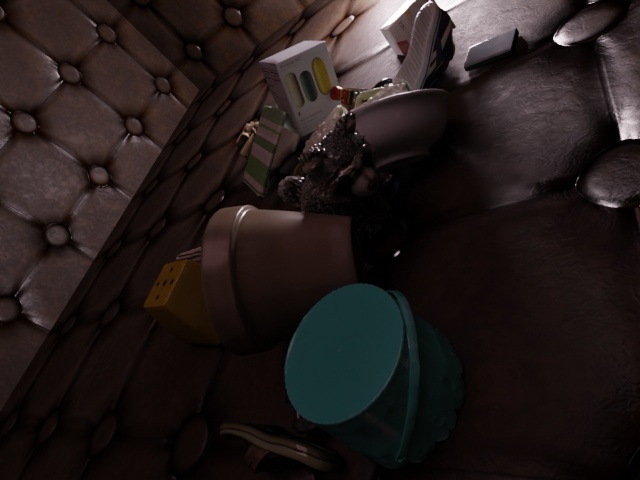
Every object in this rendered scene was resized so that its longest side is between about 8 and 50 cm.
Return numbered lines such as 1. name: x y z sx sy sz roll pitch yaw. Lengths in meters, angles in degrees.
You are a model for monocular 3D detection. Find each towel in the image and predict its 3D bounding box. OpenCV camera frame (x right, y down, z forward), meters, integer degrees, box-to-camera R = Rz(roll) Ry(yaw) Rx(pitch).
1. towel: -0.300 0.016 1.368 0.187 0.049 0.282 -10 9 43
2. towel: -0.215 -0.348 1.667 0.248 0.038 0.325 43 118 57

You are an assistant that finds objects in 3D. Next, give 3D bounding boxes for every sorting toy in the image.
1. sorting toy: 0.115 -0.430 1.412 0.274 0.046 0.133 25 112 45

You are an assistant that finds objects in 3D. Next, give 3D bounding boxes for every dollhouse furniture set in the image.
1. dollhouse furniture set: -0.286 -0.425 1.875 0.151 0.144 0.123 24 80 40

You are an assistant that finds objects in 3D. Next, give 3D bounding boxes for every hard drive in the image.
1. hard drive: 0.474 -0.529 1.203 0.135 0.022 0.094 -7 52 46

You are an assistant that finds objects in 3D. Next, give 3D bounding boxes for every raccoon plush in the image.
1. raccoon plush: -0.028 -0.151 1.050 0.446 0.299 0.216 7 60 38

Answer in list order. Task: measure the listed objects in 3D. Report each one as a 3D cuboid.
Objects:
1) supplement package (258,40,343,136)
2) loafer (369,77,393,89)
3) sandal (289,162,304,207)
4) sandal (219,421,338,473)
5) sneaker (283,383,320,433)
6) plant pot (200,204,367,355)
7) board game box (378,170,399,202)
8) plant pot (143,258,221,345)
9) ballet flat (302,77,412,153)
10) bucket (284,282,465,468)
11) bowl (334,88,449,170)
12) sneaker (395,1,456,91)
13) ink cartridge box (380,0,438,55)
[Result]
1. supplement package: -0.062 -0.556 1.573 0.199 0.263 0.198 -29 32 -11
2. loafer: 0.169 -0.466 1.452 0.223 0.076 0.078 -27 -1 43
3. sandal: -0.066 -0.180 1.447 0.072 0.049 0.180 -31 51 33
4. sandal: -0.099 0.409 0.832 0.302 0.120 0.086 -6 65 45
5. sneaker: -0.035 0.292 0.902 0.106 0.078 0.234 -33 39 18
6. plant pot: -0.052 0.065 0.922 0.280 0.323 0.323 -10 44 11
7. board game box: 0.144 -0.126 1.164 0.133 0.033 0.168 -46 40 -1
8. plant pot: -0.379 0.168 1.262 0.212 0.187 0.212 -11 50 44
9. ballet flat: 0.111 -0.370 1.329 0.408 0.147 0.147 -16 45 37
10. bucket: 0.086 0.220 0.743 0.281 0.183 0.281 -28 40 27
11. bowl: 0.191 -0.260 1.095 0.297 0.297 0.134 -14 89 40
12. sneaker: 0.321 -0.528 1.302 0.126 0.127 0.321 36 110 56
13. ink cartridge box: 0.324 -0.777 1.538 0.198 0.115 0.067 -45 33 3
